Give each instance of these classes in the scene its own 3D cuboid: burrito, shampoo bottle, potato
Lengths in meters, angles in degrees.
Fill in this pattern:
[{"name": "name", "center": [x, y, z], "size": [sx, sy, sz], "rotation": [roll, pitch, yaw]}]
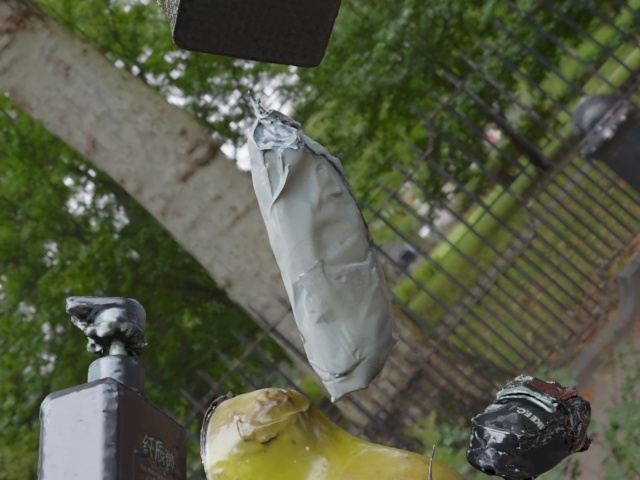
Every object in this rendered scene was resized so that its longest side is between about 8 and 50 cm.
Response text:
[{"name": "burrito", "center": [0.000, 0.000, 1.347], "size": [0.139, 0.446, 0.101], "rotation": [-21, 10, -10]}, {"name": "shampoo bottle", "center": [-0.118, 0.173, 0.568], "size": [0.071, 0.310, 0.098], "rotation": [-16, -34, 16]}, {"name": "potato", "center": [0.071, 0.341, 1.292], "size": [0.296, 0.397, 0.290], "rotation": [-23, -4, 22]}]

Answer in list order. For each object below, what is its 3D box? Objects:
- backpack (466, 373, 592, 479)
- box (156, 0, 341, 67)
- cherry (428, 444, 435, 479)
[{"name": "backpack", "center": [0.250, 0.226, 1.190], "size": [0.165, 0.120, 0.106], "rotation": [-12, -75, -54]}, {"name": "box", "center": [-0.065, -0.347, 1.066], "size": [0.143, 0.184, 0.273], "rotation": [-117, 36, -54]}, {"name": "cherry", "center": [0.128, 0.277, 0.923], "size": [0.087, 0.106, 0.126], "rotation": [-46, 29, 3]}]
